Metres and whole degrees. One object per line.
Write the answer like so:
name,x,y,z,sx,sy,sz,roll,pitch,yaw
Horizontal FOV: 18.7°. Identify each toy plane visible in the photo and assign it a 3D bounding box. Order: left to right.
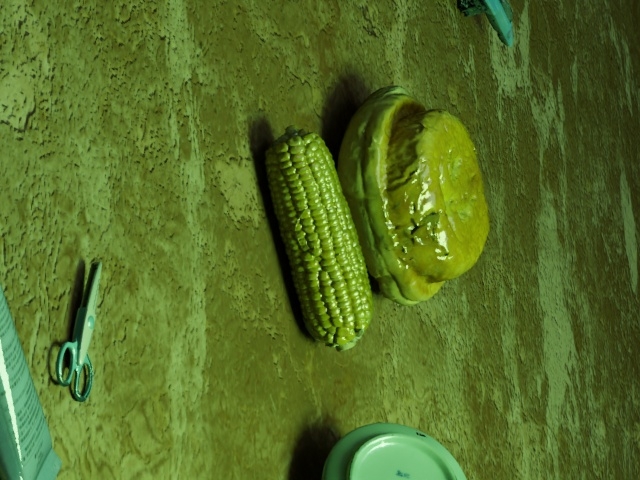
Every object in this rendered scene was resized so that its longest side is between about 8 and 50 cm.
toy plane,0.197,-0.341,2.523,0.246,0.078,0.169,66,28,-44

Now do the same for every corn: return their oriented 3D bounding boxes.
corn,0.000,0.000,1.969,0.080,0.080,0.238,-43,122,-62

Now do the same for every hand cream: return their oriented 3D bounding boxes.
hand cream,-0.247,0.080,1.433,0.091,0.058,0.271,-77,154,-62

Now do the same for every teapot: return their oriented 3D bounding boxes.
teapot,0.060,0.281,1.948,0.159,0.159,0.232,52,33,-47

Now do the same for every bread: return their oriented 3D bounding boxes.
bread,0.101,-0.049,2.154,0.198,0.120,0.236,-54,130,-55

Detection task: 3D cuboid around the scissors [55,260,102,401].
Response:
scissors,-0.194,0.071,1.594,0.058,0.014,0.119,54,39,-53
